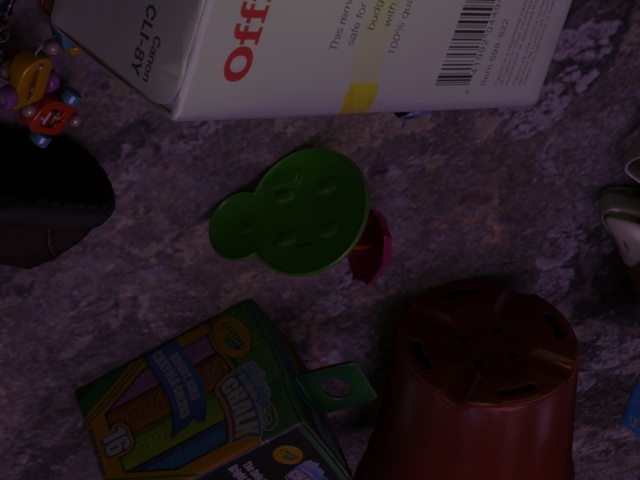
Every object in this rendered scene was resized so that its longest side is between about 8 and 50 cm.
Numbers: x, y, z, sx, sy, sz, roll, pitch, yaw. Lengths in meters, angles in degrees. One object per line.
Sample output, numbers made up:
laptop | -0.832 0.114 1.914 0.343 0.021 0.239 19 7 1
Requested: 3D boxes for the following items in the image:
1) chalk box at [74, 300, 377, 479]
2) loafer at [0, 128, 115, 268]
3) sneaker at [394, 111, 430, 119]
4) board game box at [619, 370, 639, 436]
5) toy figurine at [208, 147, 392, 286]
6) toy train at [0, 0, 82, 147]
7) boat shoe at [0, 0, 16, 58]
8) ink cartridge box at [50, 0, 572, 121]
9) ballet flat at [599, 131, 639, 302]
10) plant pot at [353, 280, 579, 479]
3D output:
chalk box | -0.084 0.201 1.767 0.289 0.179 0.180 -28 141 3
loafer | -0.351 -0.027 1.385 0.366 0.134 0.130 11 130 -37
sneaker | 0.143 -0.156 1.560 0.162 0.063 0.073 -29 145 6
board game box | 0.494 0.058 1.873 0.308 0.086 0.302 -37 152 -34
toy figurine | 0.000 0.000 1.644 0.173 0.130 0.159 -14 157 22
toy train | -0.221 -0.156 1.382 0.166 0.046 0.125 -53 162 18
boat shoe | -0.271 -0.184 1.310 0.183 0.065 0.083 -35 149 18
ink cartridge box | 0.027 -0.247 1.185 0.384 0.160 0.279 -6 123 -45
ballet flat | 0.378 -0.057 1.780 0.124 0.116 0.342 11 133 -10
plant pot | 0.177 0.208 1.865 0.272 0.272 0.265 -12 133 -16
